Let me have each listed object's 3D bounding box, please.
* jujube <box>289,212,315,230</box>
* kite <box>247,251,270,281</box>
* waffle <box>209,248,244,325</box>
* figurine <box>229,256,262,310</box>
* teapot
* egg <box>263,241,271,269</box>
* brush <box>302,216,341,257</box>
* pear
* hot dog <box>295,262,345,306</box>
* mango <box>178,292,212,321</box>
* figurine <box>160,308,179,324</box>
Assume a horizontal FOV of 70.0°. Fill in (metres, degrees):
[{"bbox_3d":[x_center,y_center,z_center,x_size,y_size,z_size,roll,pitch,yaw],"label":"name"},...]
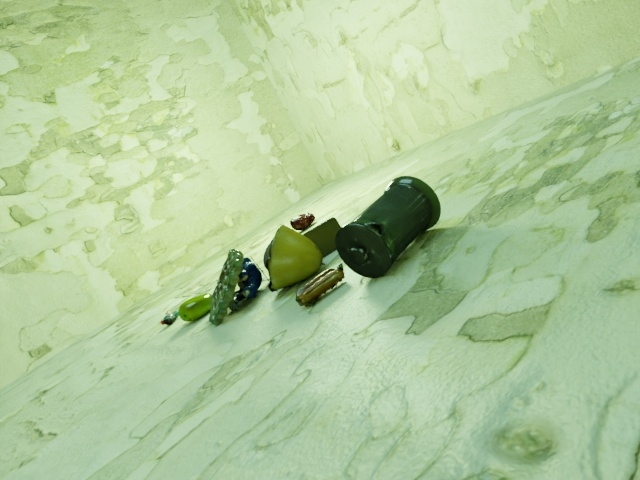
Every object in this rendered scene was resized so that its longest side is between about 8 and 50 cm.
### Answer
[{"bbox_3d":[-0.099,-0.112,2.681,0.166,0.104,0.104,-23,7,-30],"label":"jujube"},{"bbox_3d":[-0.230,0.128,1.844,0.010,0.183,0.160,-37,-31,-9],"label":"kite"},{"bbox_3d":[-0.365,0.171,1.762,0.291,0.056,0.309,-69,19,4],"label":"waffle"},{"bbox_3d":[-0.287,0.168,1.826,0.164,0.121,0.262,-61,21,21],"label":"figurine"},{"bbox_3d":[0.186,-0.021,1.388,0.337,0.200,0.270,-40,-10,-40],"label":"teapot"},{"bbox_3d":[-0.155,0.056,1.912,0.198,0.146,0.146,-46,8,11],"label":"egg"},{"bbox_3d":[0.000,0.000,1.853,0.197,0.123,0.059,-31,8,-17],"label":"brush"},{"bbox_3d":[-0.077,0.063,1.660,0.178,0.266,0.267,1,21,17],"label":"pear"},{"bbox_3d":[0.004,0.139,1.396,0.188,0.055,0.072,-33,15,-23],"label":"hot dog"},{"bbox_3d":[-0.525,0.281,1.944,0.163,0.089,0.117,-33,12,-24],"label":"mango"},{"bbox_3d":[-0.695,0.358,2.125,0.060,0.047,0.106,-16,12,15],"label":"figurine"}]
